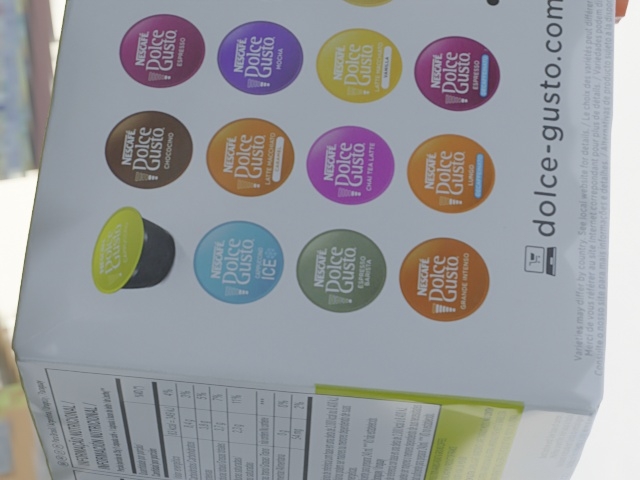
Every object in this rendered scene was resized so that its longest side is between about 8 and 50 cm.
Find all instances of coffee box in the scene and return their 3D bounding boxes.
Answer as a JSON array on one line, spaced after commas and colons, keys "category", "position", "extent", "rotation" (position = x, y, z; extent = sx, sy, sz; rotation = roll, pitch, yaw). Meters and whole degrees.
[{"category": "coffee box", "position": [0.000, 0.000, 1.269], "extent": [0.338, 0.334, 0.337], "rotation": [93, 3, -65]}]

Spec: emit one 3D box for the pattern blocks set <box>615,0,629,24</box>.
[{"category": "pattern blocks set", "position": [0.143, -0.282, 1.607], "extent": [0.285, 0.325, 0.026], "rotation": [56, -25, 9]}]
